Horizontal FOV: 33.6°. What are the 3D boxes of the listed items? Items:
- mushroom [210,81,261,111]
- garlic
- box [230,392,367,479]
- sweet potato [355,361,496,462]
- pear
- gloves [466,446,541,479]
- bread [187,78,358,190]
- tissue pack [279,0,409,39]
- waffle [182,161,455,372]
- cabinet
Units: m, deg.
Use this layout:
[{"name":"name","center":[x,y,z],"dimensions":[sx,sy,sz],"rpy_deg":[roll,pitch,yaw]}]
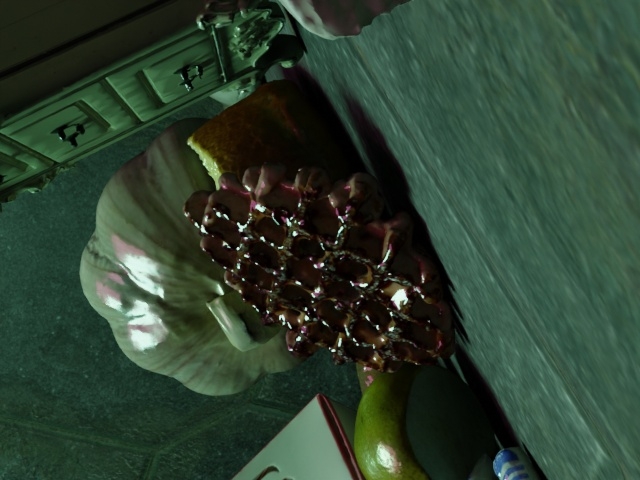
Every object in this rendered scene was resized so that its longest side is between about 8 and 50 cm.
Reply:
[{"name":"mushroom","center":[-0.129,-0.220,1.501],"dimensions":[0.116,0.093,0.225],"rpy_deg":[39,164,18]},{"name":"garlic","center":[-0.106,0.016,1.164],"dimensions":[0.322,0.322,0.241],"rpy_deg":[62,173,4]},{"name":"box","center":[0.045,0.408,1.165],"dimensions":[0.312,0.314,0.300],"rpy_deg":[32,-160,-37]},{"name":"sweet potato","center":[0.091,0.163,1.062],"dimensions":[0.385,0.109,0.109],"rpy_deg":[62,177,7]},{"name":"pear","center":[0.083,0.183,0.947],"dimensions":[0.141,0.104,0.141],"rpy_deg":[27,-135,-31]},{"name":"gloves","center":[0.165,0.249,0.817],"dimensions":[0.229,0.097,0.119],"rpy_deg":[-109,27,-60]},{"name":"bread","center":[-0.029,-0.052,0.989],"dimensions":[0.260,0.129,0.134],"rpy_deg":[59,168,20]},{"name":"tissue pack","center":[-0.053,-0.222,0.449],"dimensions":[0.170,0.071,0.325],"rpy_deg":[63,178,-37]},{"name":"waffle","center":[0.006,0.028,0.865],"dimensions":[0.221,0.055,0.234],"rpy_deg":[-6,130,41]},{"name":"cabinet","center":[-0.191,-0.184,0.788],"dimensions":[0.227,0.318,0.290],"rpy_deg":[64,176,1]}]
